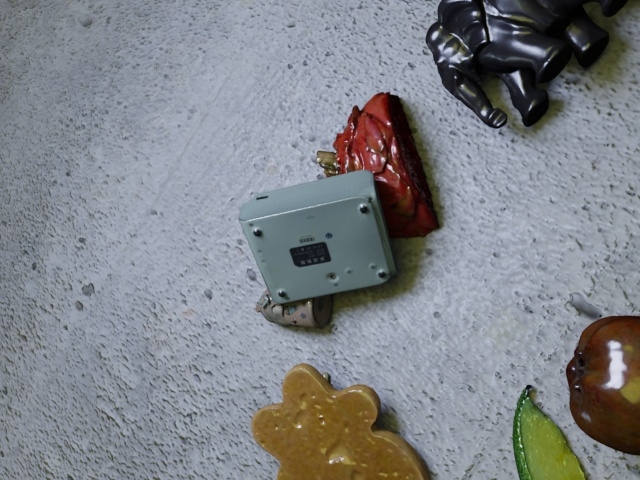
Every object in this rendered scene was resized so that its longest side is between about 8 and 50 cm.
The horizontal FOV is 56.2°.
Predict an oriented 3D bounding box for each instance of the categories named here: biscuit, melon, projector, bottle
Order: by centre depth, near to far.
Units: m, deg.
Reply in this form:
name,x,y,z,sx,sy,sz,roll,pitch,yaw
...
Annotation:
name,x,y,z,sx,sy,sz,roll,pitch,yaw
melon,0.371,0.362,0.959,0.114,0.053,0.261,-21,69,14
biscuit,0.040,0.395,1.092,0.355,0.052,0.275,37,101,16
projector,0.000,0.000,1.107,0.251,0.198,0.108,-12,32,9
bottle,-0.063,0.131,1.214,0.152,0.099,0.098,0,78,29

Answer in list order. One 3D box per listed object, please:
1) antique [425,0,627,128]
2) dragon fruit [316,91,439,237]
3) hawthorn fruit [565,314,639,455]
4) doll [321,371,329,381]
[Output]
name,x,y,z,sx,sy,sz,roll,pitch,yaw
antique,0.351,-0.377,1.068,0.255,0.185,0.322,46,108,24
dragon fruit,0.082,-0.143,1.171,0.205,0.152,0.316,-24,69,22
hawthorn fruit,0.490,0.209,0.862,0.248,0.208,0.207,8,81,4
doll,-0.004,0.310,1.180,0.062,0.051,0.093,-9,45,30
